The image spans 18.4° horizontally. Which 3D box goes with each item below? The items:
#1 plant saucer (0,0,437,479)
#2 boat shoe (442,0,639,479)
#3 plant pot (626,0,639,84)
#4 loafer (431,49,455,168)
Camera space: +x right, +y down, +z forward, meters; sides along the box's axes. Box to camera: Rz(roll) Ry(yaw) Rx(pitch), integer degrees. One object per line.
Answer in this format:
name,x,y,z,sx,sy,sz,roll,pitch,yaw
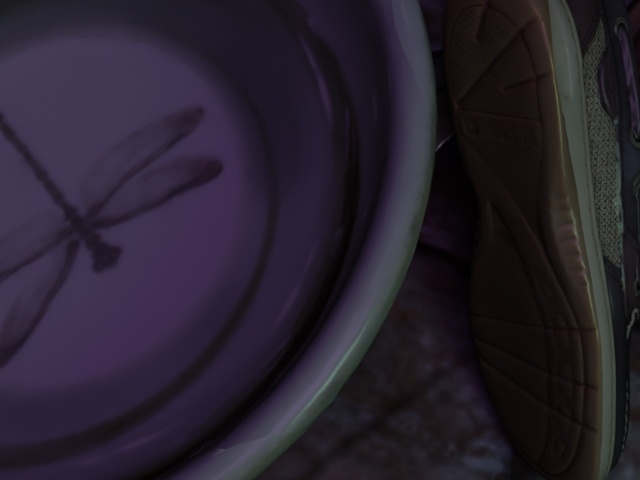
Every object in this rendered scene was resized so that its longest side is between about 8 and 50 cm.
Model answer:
plant saucer,-0.130,-0.023,0.951,0.400,0.100,0.400,-7,66,15
boat shoe,0.130,-0.007,0.997,0.092,0.103,0.285,-23,114,-29
plant pot,0.259,-0.051,1.044,0.237,0.110,0.237,1,84,-8
loafer,0.000,0.000,1.024,0.251,0.094,0.087,-44,103,-4
